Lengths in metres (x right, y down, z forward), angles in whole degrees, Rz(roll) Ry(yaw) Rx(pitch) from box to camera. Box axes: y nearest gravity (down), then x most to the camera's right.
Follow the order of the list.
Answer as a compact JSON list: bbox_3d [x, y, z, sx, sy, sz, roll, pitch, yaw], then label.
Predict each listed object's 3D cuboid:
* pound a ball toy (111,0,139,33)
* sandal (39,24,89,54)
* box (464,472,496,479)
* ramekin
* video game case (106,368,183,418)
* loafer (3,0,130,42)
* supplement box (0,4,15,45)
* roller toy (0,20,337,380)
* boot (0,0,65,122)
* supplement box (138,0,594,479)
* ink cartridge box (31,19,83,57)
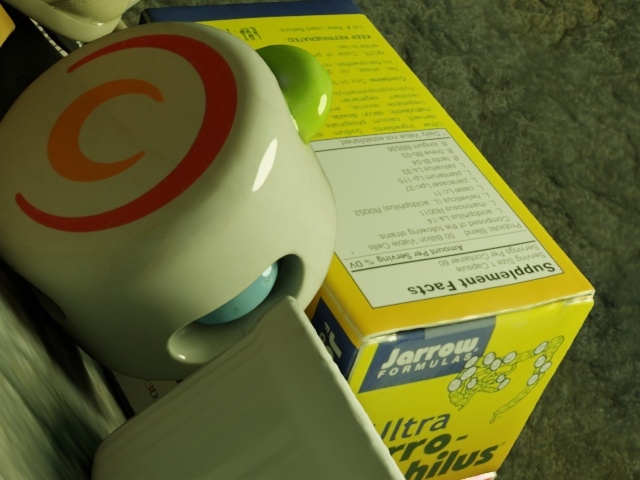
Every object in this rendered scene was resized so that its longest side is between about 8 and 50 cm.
[{"bbox_3d":[-0.255,-0.252,1.111,0.319,0.136,0.208,40,-28,20],"label":"pound a ball toy"},{"bbox_3d":[-0.199,-0.182,0.958,0.179,0.040,0.067,49,-7,-29],"label":"sandal"},{"bbox_3d":[-0.009,0.132,1.146,0.300,0.154,0.142,57,-40,25],"label":"box"},{"bbox_3d":[0.000,0.179,0.686,0.277,0.135,0.277,59,-1,2],"label":"ramekin"},{"bbox_3d":[-0.058,0.190,0.951,0.210,0.042,0.232,57,-3,21],"label":"video game case"},{"bbox_3d":[-0.223,-0.228,0.848,0.268,0.092,0.102,26,41,-34],"label":"loafer"},{"bbox_3d":[-0.216,-0.121,0.707,0.078,0.080,0.233,60,-1,-15],"label":"supplement box"},{"bbox_3d":[-0.095,-0.020,0.807,0.146,0.209,0.191,61,37,-49],"label":"roller toy"},{"bbox_3d":[-0.218,-0.091,1.037,0.264,0.096,0.280,46,-5,-10],"label":"boot"},{"bbox_3d":[0.000,0.000,1.003,0.356,0.194,0.195,56,-39,36],"label":"supplement box"},{"bbox_3d":[-0.328,-0.232,1.662,0.296,0.066,0.261,59,-3,-13],"label":"ink cartridge box"}]
